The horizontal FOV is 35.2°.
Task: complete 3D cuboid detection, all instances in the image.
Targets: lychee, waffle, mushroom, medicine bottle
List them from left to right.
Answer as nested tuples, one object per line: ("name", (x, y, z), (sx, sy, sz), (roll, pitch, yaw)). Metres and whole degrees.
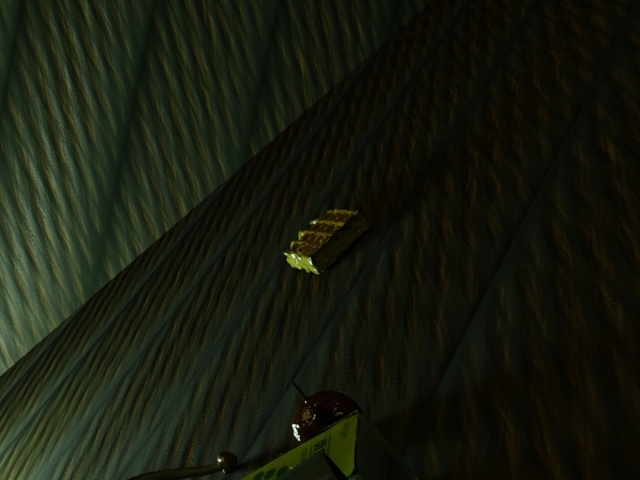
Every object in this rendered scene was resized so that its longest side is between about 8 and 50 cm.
("mushroom", (-0.263, 0.388, 1.601), (0.306, 0.043, 0.068), (-10, -10, -41))
("medicine bottle", (-0.008, 0.352, 1.274), (0.250, 0.141, 0.137), (-34, 15, 18))
("waffle", (0.000, 0.000, 2.214), (0.160, 0.055, 0.211), (-45, 19, -16))
("lychee", (0.005, 0.269, 1.472), (0.140, 0.114, 0.101), (26, -95, -80))

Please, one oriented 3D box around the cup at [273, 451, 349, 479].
("cup", (-0.090, 0.419, 1.028), (0.392, 0.310, 0.401), (-36, 20, -4))
